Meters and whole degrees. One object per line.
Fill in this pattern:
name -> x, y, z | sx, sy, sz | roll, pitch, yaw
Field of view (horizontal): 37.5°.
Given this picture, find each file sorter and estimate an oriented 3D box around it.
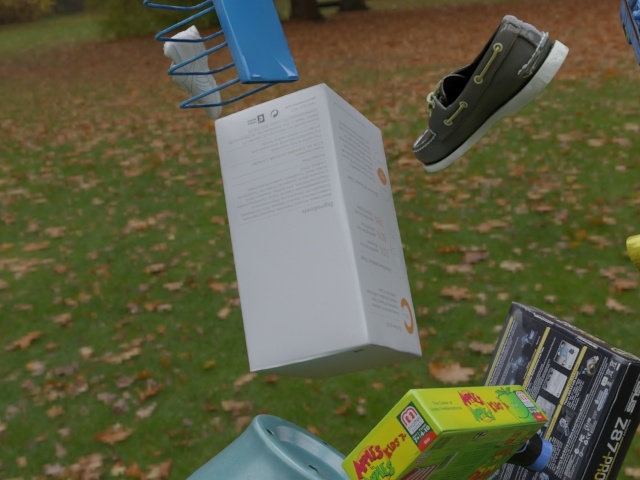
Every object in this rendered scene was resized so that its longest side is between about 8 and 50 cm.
file sorter -> -0.117, -0.238, 1.034 | 0.104, 0.170, 0.118 | -19, 1, 27

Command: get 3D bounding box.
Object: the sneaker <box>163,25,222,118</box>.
sneaker -> -0.184, -0.235, 1.358 | 0.061, 0.152, 0.053 | -24, 43, -8

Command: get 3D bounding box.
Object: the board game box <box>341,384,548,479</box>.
board game box -> 0.109, 0.168, 0.791 | 0.181, 0.092, 0.043 | 9, 37, -50

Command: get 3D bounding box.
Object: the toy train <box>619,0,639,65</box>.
toy train -> 0.478, -0.301, 1.337 | 0.080, 0.105, 0.184 | -9, 55, 6

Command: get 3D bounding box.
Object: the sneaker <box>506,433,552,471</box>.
sneaker -> 0.282, 0.327, 1.564 | 0.090, 0.081, 0.232 | 33, -21, -17

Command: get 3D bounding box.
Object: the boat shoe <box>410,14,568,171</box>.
boat shoe -> 0.196, -0.187, 1.232 | 0.109, 0.091, 0.305 | -59, 9, -31

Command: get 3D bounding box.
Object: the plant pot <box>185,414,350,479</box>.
plant pot -> -0.064, 0.355, 1.091 | 0.272, 0.255, 0.271 | 34, 2, -1

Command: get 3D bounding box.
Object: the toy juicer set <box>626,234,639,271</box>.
toy juicer set -> 0.665, 0.138, 1.727 | 0.089, 0.329, 0.209 | -27, -14, 36

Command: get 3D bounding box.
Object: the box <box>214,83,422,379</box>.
box -> 0.000, 0.000, 1.276 | 0.168, 0.345, 0.215 | -15, -17, 21

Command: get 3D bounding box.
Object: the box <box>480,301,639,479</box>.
box -> 0.404, 0.347, 1.713 | 0.097, 0.394, 0.318 | 15, 7, -31
